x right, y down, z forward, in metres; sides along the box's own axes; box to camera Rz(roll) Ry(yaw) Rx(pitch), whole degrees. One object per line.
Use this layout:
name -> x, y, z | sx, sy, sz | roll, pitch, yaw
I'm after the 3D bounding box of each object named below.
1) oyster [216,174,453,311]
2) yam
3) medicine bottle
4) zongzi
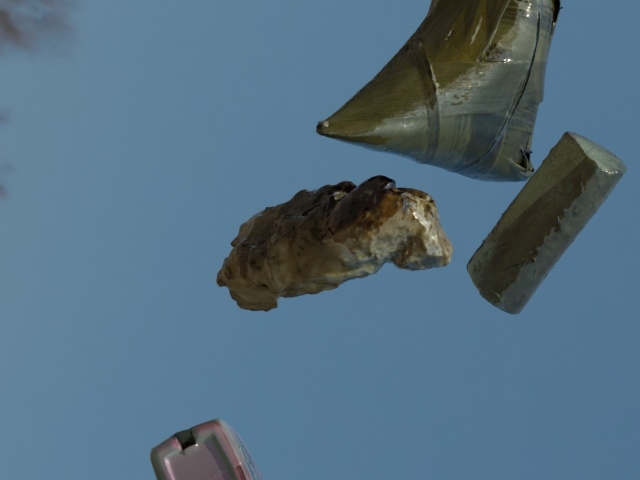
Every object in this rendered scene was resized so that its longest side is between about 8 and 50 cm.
oyster -> 0.011, -0.010, 1.877 | 0.232, 0.107, 0.161 | -2, -135, 23
yam -> 0.194, -0.015, 1.654 | 0.169, 0.068, 0.068 | -57, -145, 24
medicine bottle -> -0.112, 0.265, 2.039 | 0.094, 0.188, 0.119 | -26, -103, -1
zongzi -> 0.118, -0.200, 1.932 | 0.125, 0.274, 0.251 | 8, -92, 52
